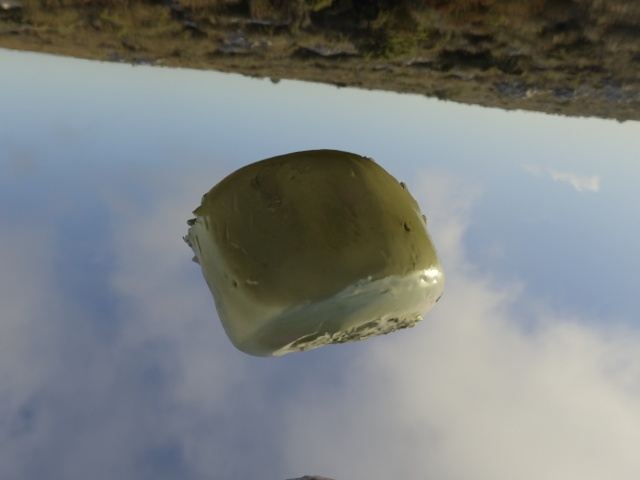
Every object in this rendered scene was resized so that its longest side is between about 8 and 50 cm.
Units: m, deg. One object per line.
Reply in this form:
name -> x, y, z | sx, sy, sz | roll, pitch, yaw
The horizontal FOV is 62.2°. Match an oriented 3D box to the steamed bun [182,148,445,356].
steamed bun -> 0.000, 0.000, 0.584 | 0.273, 0.232, 0.166 | -6, 156, -23

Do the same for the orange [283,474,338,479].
orange -> 0.011, 0.436, 0.569 | 0.340, 0.341, 0.293 | 18, -124, 35
